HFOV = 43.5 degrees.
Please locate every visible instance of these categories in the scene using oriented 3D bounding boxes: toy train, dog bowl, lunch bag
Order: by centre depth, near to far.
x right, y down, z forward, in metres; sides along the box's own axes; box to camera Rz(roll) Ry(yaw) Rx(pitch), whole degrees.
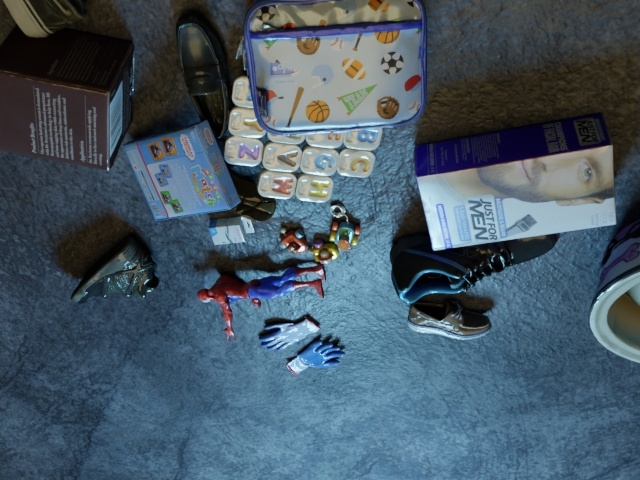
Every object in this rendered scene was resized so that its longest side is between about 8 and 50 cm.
[{"bbox_3d":[0.017,-0.297,1.285,0.303,0.115,0.243,-4,121,-2],"label":"lunch bag"},{"bbox_3d":[0.721,0.087,1.530,0.408,0.150,0.408,7,145,5],"label":"dog bowl"},{"bbox_3d":[0.000,0.000,1.634,0.166,0.046,0.125,-29,124,29],"label":"toy train"}]

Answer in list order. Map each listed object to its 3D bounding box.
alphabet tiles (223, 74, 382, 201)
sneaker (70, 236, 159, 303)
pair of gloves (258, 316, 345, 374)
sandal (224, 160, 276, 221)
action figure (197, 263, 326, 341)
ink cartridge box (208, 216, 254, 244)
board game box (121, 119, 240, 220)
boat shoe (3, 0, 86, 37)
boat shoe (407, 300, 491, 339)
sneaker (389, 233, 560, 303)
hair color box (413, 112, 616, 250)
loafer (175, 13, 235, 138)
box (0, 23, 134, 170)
[{"bbox_3d":[-0.025,-0.197,1.425,0.278,0.021,0.284,5,121,-12],"label":"alphabet tiles"},{"bbox_3d":[-0.440,0.096,1.739,0.227,0.087,0.130,-35,115,25],"label":"sneaker"},{"bbox_3d":[-0.046,0.249,1.884,0.159,0.023,0.198,-27,125,27],"label":"pair of gloves"},{"bbox_3d":[-0.183,-0.111,1.537,0.219,0.060,0.090,29,94,-9],"label":"sandal"},{"bbox_3d":[-0.124,0.133,1.736,0.280,0.091,0.139,-4,123,10],"label":"action figure"},{"bbox_3d":[-0.182,-0.021,1.645,0.083,0.028,0.048,-6,132,11],"label":"ink cartridge box"},{"bbox_3d":[-0.257,-0.123,1.468,0.211,0.039,0.160,-5,113,41],"label":"board game box"},{"bbox_3d":[-0.467,-0.470,1.221,0.119,0.121,0.335,-16,139,7],"label":"boat shoe"},{"bbox_3d":[0.283,0.170,1.748,0.183,0.066,0.066,2,131,4],"label":"boat shoe"},{"bbox_3d":[0.305,0.044,1.581,0.340,0.140,0.125,-16,127,18],"label":"sneaker"},{"bbox_3d":[0.354,-0.102,1.466,0.338,0.110,0.185,-10,130,12],"label":"hair color box"},{"bbox_3d":[-0.195,-0.278,1.376,0.076,0.078,0.223,-7,131,9],"label":"loafer"},{"bbox_3d":[-0.437,-0.248,1.369,0.203,0.167,0.168,11,133,-4],"label":"box"}]
